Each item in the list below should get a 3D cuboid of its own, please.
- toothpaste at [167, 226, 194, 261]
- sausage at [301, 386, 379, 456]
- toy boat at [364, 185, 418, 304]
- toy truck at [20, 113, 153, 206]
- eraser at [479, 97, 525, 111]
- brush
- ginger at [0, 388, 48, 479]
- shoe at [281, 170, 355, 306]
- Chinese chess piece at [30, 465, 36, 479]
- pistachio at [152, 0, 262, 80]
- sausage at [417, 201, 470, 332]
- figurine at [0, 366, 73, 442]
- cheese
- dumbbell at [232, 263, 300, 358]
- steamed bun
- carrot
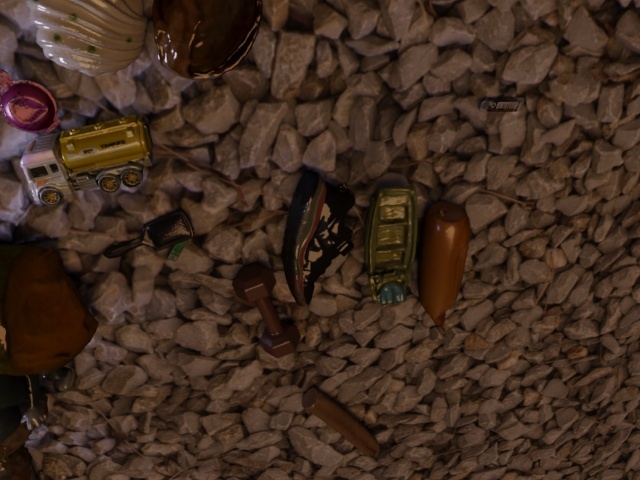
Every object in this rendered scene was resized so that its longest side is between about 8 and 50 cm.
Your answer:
[{"bbox_3d":[-0.289,0.006,1.159,0.020,0.017,0.083,27,111,-22],"label":"toothpaste"},{"bbox_3d":[0.062,0.490,1.495,0.066,0.066,0.301,-38,122,11],"label":"sausage"},{"bbox_3d":[0.151,0.004,1.221,0.111,0.084,0.276,-5,118,-7],"label":"toy boat"},{"bbox_3d":[-0.405,-0.149,0.993,0.226,0.098,0.114,-14,128,-4],"label":"toy truck"},{"bbox_3d":[0.367,-0.275,1.137,0.099,0.019,0.027,-2,135,-10],"label":"eraser"},{"bbox_3d":[-0.350,-0.002,1.134,0.193,0.016,0.063,-21,99,7],"label":"brush"},{"bbox_3d":[-0.756,0.384,1.180,0.375,0.176,0.256,37,87,-21],"label":"ginger"},{"bbox_3d":[0.000,0.000,1.171,0.137,0.114,0.291,4,116,-21],"label":"shoe"},{"bbox_3d":[-0.815,0.593,1.340,0.249,0.103,0.250,-6,123,-9],"label":"Chinese chess piece"},{"bbox_3d":[-0.182,-0.358,0.906,0.165,0.130,0.210,40,90,-20],"label":"pistachio"},{"bbox_3d":[0.271,0.072,1.266,0.112,0.112,0.328,-7,121,-9],"label":"sausage"},{"bbox_3d":[-0.601,0.286,1.130,0.265,0.140,0.193,-31,89,-22],"label":"figurine"},{"bbox_3d":[-0.513,-0.239,0.952,0.095,0.038,0.145,-41,120,11],"label":"cheese"},{"bbox_3d":[-0.116,0.159,1.248,0.082,0.092,0.231,-4,125,24],"label":"dumbbell"},{"bbox_3d":[-0.369,-0.343,0.885,0.182,0.106,0.183,-5,119,-9],"label":"steamed bun"},{"bbox_3d":[-0.604,0.124,1.030,0.340,0.241,0.242,4,119,-12],"label":"carrot"}]
